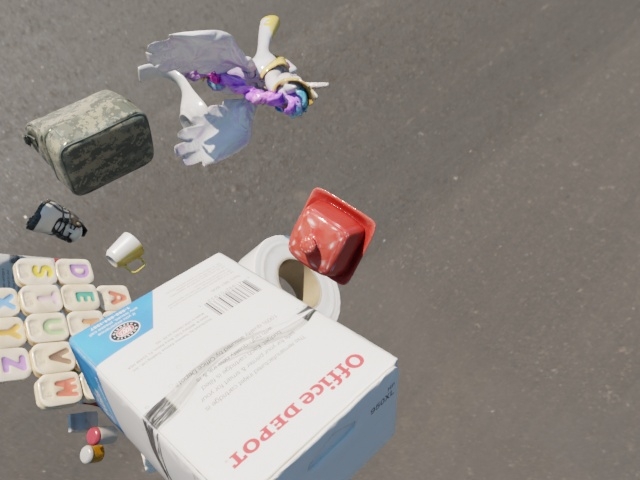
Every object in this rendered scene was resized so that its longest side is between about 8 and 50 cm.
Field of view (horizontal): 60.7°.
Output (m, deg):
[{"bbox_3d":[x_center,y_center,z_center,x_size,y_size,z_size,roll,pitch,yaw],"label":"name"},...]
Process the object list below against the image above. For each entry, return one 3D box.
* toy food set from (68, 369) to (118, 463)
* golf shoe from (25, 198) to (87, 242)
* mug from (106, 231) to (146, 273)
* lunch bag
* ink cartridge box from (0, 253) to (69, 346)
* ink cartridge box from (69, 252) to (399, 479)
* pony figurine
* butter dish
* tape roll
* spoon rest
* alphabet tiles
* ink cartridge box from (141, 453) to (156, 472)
[{"bbox_3d":[-0.528,0.374,1.217,0.111,0.104,0.232,-22,67,24],"label":"toy food set"},{"bbox_3d":[-0.584,-0.039,1.232,0.094,0.198,0.077,33,91,-6],"label":"golf shoe"},{"bbox_3d":[-0.419,0.029,1.177,0.078,0.062,0.064,34,55,14],"label":"mug"},{"bbox_3d":[-0.690,-0.316,1.640,0.256,0.212,0.305,39,57,23],"label":"lunch bag"},{"bbox_3d":[-0.720,0.143,1.287,0.273,0.114,0.196,12,57,-52],"label":"ink cartridge box"},{"bbox_3d":[-0.125,0.213,0.799,0.395,0.166,0.286,26,44,37],"label":"ink cartridge box"},{"bbox_3d":[-0.191,-0.370,1.233,0.351,0.302,0.363,-16,43,-9],"label":"pony figurine"},{"bbox_3d":[0.000,0.000,1.073,0.160,0.159,0.118,34,25,19],"label":"butter dish"},{"bbox_3d":[-0.083,0.131,1.407,0.286,0.100,0.286,29,43,-31],"label":"tape roll"},{"bbox_3d":[-0.346,-0.353,1.395,0.276,0.137,0.084,45,64,9],"label":"spoon rest"},{"bbox_3d":[-0.453,0.155,0.976,0.278,0.021,0.284,5,53,-49],"label":"alphabet tiles"},{"bbox_3d":[-0.344,0.453,1.295,0.181,0.056,0.224,-7,33,-27],"label":"ink cartridge box"}]
